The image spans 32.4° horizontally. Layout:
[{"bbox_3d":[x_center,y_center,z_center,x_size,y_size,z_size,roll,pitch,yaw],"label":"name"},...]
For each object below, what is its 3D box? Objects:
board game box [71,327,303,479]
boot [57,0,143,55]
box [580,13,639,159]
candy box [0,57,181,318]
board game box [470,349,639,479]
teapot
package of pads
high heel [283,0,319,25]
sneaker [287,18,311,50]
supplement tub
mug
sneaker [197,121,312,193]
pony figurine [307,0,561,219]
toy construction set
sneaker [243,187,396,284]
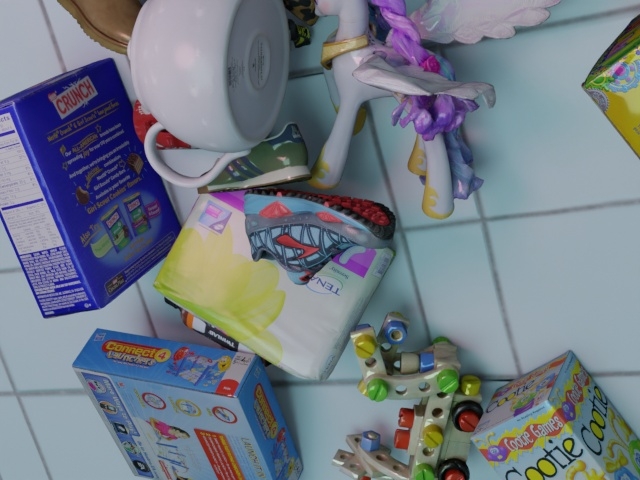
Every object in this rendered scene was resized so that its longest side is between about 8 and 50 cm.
[{"bbox_3d":[-0.210,0.293,1.797,0.301,0.086,0.308,7,137,23],"label":"board game box"},{"bbox_3d":[-0.282,-0.418,1.530,0.236,0.089,0.270,38,126,28],"label":"boot"},{"bbox_3d":[0.464,-0.217,1.157,0.279,0.290,0.177,-38,93,35],"label":"box"},{"bbox_3d":[-0.361,-0.084,1.646,0.122,0.268,0.317,-11,107,26],"label":"candy box"},{"bbox_3d":[0.364,0.322,1.550,0.144,0.142,0.275,-36,94,34],"label":"board game box"},{"bbox_3d":[-0.161,-0.230,1.413,0.187,0.256,0.252,7,158,20],"label":"teapot"},{"bbox_3d":[-0.072,0.047,1.611,0.296,0.101,0.229,28,92,13],"label":"package of pads"},{"bbox_3d":[-0.127,-0.351,1.474,0.261,0.093,0.186,-10,122,11],"label":"high heel"},{"bbox_3d":[-0.032,-0.286,1.507,0.035,0.083,0.031,-11,84,2],"label":"sneaker"},{"bbox_3d":[-0.146,0.112,1.728,0.198,0.106,0.106,26,122,13],"label":"supplement tub"},{"bbox_3d":[-0.190,-0.184,1.593,0.169,0.150,0.113,0,89,32],"label":"mug"},{"bbox_3d":[-0.095,-0.115,1.525,0.192,0.064,0.086,-7,90,36],"label":"sneaker"},{"bbox_3d":[0.108,-0.210,1.380,0.351,0.303,0.363,17,135,29],"label":"pony figurine"},{"bbox_3d":[0.124,0.265,1.639,0.215,0.151,0.328,8,127,-4],"label":"toy construction set"},{"bbox_3d":[0.000,0.000,1.475,0.262,0.104,0.125,11,100,47],"label":"sneaker"}]
